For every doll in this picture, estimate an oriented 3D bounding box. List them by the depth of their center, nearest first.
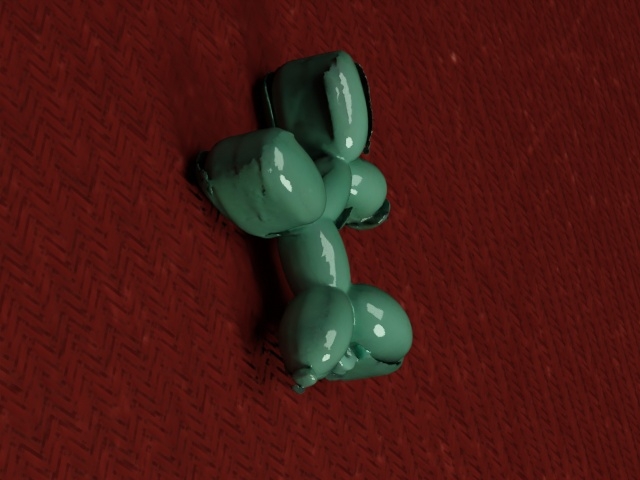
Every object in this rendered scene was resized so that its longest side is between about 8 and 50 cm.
[{"bbox_3d":[0.000,0.000,0.974,0.159,0.059,0.159,62,31,-26],"label":"doll"}]
